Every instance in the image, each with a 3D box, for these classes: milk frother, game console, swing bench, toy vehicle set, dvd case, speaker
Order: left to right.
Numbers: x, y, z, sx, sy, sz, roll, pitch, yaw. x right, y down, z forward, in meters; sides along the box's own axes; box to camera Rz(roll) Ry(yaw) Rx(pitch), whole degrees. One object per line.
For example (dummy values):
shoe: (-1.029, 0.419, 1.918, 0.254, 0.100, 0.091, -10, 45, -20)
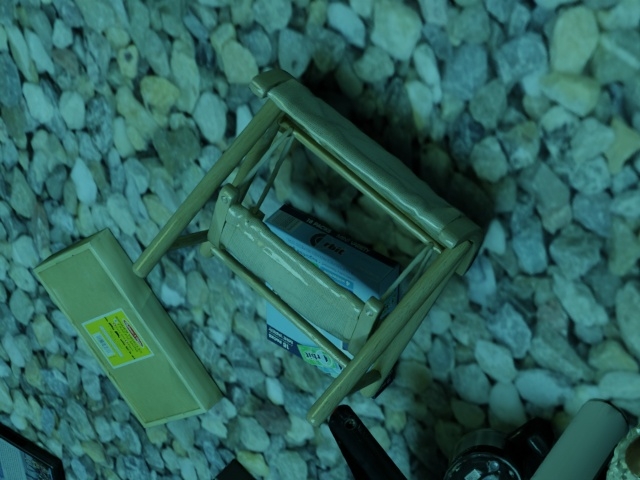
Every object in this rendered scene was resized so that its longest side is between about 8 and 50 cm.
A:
dvd case: (-0.498, 0.361, 2.620, 0.253, 0.022, 0.180, 26, 137, 29)
toy vehicle set: (-0.252, 0.119, 2.130, 0.166, 0.035, 0.267, -20, 107, 52)
swing bench: (0.000, 0.000, 1.633, 0.253, 0.165, 0.255, 40, 110, 13)
game console: (0.160, 0.378, 1.747, 0.386, 0.060, 0.342, 49, 168, 41)
milk frother: (0.201, 0.266, 1.691, 0.129, 0.135, 0.143, -21, 91, 9)
speaker: (0.251, 0.220, 1.616, 0.055, 0.136, 0.055, 24, 139, 23)

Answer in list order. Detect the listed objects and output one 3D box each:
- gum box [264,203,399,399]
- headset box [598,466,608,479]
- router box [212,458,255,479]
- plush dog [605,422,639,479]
gum box: (0.010, 0.069, 1.808, 0.157, 0.041, 0.184, 28, 140, 26)
headset box: (0.275, 0.270, 1.723, 0.083, 0.032, 0.062, -17, 109, 52)
router box: (-0.087, 0.392, 2.200, 0.179, 0.046, 0.133, 44, 143, 6)
plush dog: (0.362, 0.317, 1.556, 0.225, 0.210, 0.262, 28, 97, 22)
